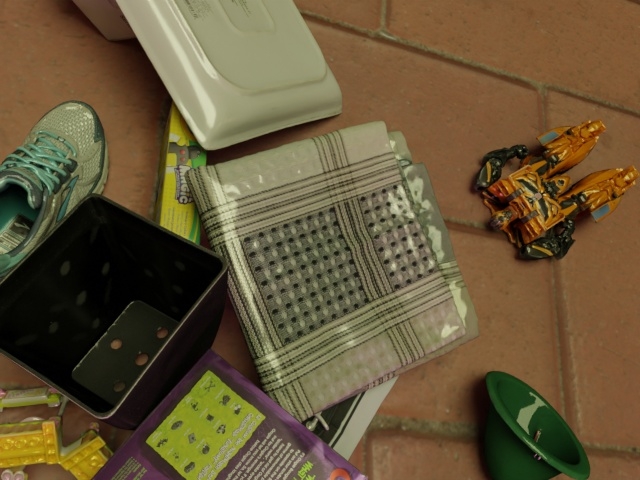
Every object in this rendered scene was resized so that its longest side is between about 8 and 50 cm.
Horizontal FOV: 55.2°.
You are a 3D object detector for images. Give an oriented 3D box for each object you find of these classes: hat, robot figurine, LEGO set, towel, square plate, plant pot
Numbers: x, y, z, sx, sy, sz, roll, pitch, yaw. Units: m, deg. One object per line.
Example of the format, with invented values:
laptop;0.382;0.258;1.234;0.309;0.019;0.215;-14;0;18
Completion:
hat;0.245;0.315;0.846;0.173;0.183;0.208;32;20;-14
robot figurine;0.394;-0.093;1.028;0.291;0.085;0.211;-28;81;-28
LEGO set;-0.276;0.231;0.660;0.287;0.107;0.132;20;99;-17
towel;0.038;0.022;0.737;0.324;0.056;0.312;-18;85;-32
square plate;-0.122;-0.310;0.835;0.347;0.049;0.344;60;36;-1
plant pot;-0.214;0.094;0.659;0.188;0.167;0.188;25;61;17

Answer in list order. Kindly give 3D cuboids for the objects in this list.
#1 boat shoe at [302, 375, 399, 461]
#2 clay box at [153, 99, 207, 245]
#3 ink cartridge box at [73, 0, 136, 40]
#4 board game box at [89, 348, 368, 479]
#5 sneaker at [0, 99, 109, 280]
boat shoe;-0.010;0.225;0.735;0.105;0.113;0.306;38;59;4
clay box;-0.179;-0.076;0.780;0.053;0.127;0.221;9;68;-18
ink cartridge box;-0.276;-0.416;0.853;0.093;0.160;0.219;1;61;27
board game box;-0.141;0.297;0.564;0.208;0.056;0.347;35;68;18
sneaker;-0.329;-0.059;0.719;0.110;0.122;0.282;22;63;-11
